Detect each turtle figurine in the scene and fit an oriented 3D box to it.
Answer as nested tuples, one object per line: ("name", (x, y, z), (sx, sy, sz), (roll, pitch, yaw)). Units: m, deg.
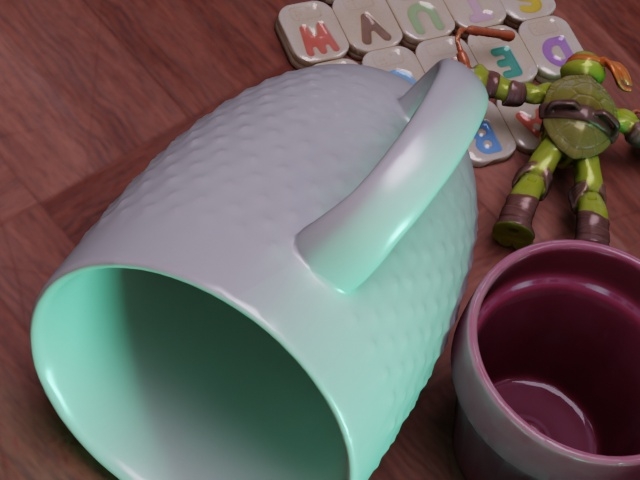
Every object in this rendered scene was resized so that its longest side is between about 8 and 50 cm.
("turtle figurine", (0.239, -0.088, 1.665), (0.269, 0.087, 0.217), (20, 64, -15))

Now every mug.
("mug", (0.000, 0.000, 1.390), (0.276, 0.374, 0.328), (41, 49, -5))

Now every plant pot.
("plant pot", (0.190, 0.127, 1.469), (0.201, 0.180, 0.201), (6, 57, -10))

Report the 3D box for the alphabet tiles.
("alphabet tiles", (0.107, -0.188, 1.745), (0.284, 0.021, 0.278), (-14, 63, -22))
